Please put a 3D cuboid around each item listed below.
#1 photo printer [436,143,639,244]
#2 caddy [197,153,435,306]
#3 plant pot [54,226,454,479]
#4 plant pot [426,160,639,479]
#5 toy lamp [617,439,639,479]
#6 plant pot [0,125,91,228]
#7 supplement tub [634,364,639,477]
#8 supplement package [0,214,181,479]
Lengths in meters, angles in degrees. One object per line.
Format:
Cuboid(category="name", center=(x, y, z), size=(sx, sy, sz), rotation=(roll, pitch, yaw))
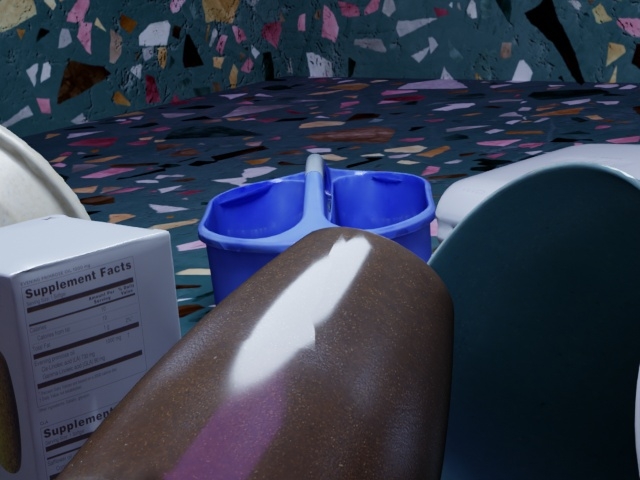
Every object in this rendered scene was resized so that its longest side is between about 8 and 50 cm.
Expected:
Cuboid(category="photo printer", center=(0.303, -0.036, 1.908), size=(0.256, 0.107, 0.307), rotation=(8, 18, 45))
Cuboid(category="caddy", center=(0.000, 0.000, 1.724), size=(0.241, 0.179, 0.341), rotation=(-4, 13, 2))
Cuboid(category="plant pot", center=(-0.013, 0.110, 0.959), size=(0.215, 0.215, 0.230), rotation=(3, 50, 34))
Cuboid(category="plant pot", center=(0.188, 0.120, 1.007), size=(0.195, 0.290, 0.290), rotation=(21, -1, -30))
Cuboid(category="toy lamp", center=(0.297, 0.162, 1.124), size=(0.275, 0.080, 0.080), rotation=(0, 14, 24))
Cuboid(category="plant pot", center=(-0.369, 0.096, 1.253), size=(0.334, 0.333, 0.305), rotation=(-1, 25, 20))
Cuboid(category="supplement tub", center=(0.335, 0.094, 0.779), size=(0.316, 0.228, 0.228), rotation=(14, 5, -24))
Cuboid(category="supplement package", center=(-0.182, 0.117, 1.141), size=(0.134, 0.244, 0.139), rotation=(-17, 17, -42))
